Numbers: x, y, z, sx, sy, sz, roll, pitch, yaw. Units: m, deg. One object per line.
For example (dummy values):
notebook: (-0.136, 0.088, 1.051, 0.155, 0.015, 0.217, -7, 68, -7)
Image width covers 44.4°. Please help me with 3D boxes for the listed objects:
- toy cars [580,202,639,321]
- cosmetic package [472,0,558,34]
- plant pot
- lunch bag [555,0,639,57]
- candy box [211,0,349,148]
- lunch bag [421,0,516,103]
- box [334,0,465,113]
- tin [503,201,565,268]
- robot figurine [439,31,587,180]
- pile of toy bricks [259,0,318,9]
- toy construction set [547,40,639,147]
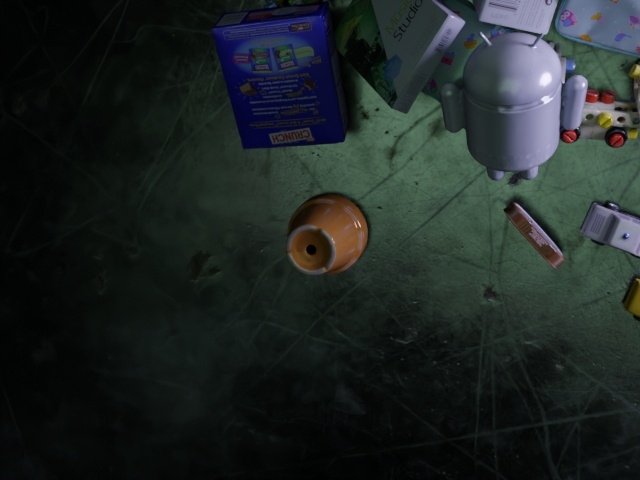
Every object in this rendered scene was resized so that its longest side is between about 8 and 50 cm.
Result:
toy cars: (0.758, 0.074, 1.816, 0.176, 0.087, 0.394, -30, 92, 22)
cosmetic package: (0.415, -0.549, 1.654, 0.151, 0.184, 0.151, 11, 126, -4)
plant pot: (0.000, 0.000, 1.963, 0.205, 0.188, 0.205, 4, 105, 15)
lunch bag: (0.623, -0.483, 1.581, 0.279, 0.108, 0.224, 19, 149, 8)
candy box: (-0.087, -0.387, 1.875, 0.268, 0.122, 0.317, -2, 123, 15)
lunch bag: (0.273, -0.448, 1.791, 0.262, 0.160, 0.223, 37, 114, 16)
box: (0.160, -0.467, 1.757, 0.232, 0.058, 0.322, -58, 42, 25)
tin: (0.509, -0.014, 1.861, 0.040, 0.106, 0.190, -42, 91, 13)
robot figurine: (0.407, -0.288, 1.663, 0.299, 0.200, 0.354, -3, 136, 12)
pile of toy bricks: (-0.035, -0.568, 1.881, 0.212, 0.118, 0.105, -29, 124, 13)
toy construction set: (0.624, -0.322, 1.724, 0.327, 0.151, 0.215, 17, 133, 19)
